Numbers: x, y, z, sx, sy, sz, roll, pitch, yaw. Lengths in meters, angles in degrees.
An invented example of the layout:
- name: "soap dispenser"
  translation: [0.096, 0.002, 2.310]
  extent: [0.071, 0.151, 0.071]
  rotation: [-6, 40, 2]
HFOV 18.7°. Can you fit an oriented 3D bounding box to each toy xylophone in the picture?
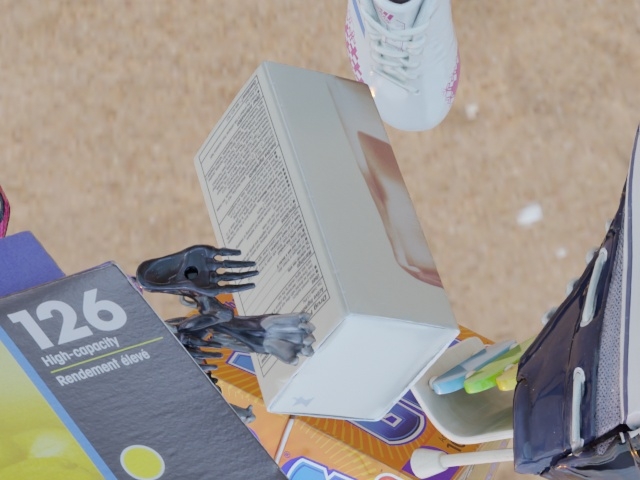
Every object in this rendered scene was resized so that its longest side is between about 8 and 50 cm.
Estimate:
- name: "toy xylophone"
  translation: [0.214, 0.131, 1.802]
  extent: [0.322, 0.236, 0.081]
  rotation: [-17, 97, 38]

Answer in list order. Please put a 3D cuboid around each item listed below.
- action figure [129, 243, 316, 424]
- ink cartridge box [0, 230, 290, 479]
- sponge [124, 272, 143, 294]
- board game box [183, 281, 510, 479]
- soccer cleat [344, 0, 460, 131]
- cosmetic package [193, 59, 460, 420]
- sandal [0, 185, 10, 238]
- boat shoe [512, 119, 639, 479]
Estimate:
- name: "action figure"
  translation: [-0.086, 0.112, 1.501]
  extent: [0.141, 0.164, 0.276]
  rotation: [14, 158, 6]
- name: "ink cartridge box"
  translation: [-0.210, 0.112, 1.153]
  extent: [0.303, 0.307, 0.072]
  rotation: [-19, 147, -38]
- name: "sponge"
  translation: [-0.245, 0.127, 2.138]
  extent: [0.031, 0.210, 0.117]
  rotation: [16, 113, 7]
- name: "board game box"
  translation: [-0.012, 0.276, 2.259]
  extent: [0.356, 0.356, 0.356]
  rotation: [26, 117, 14]
- name: "soccer cleat"
  translation: [0.073, -0.220, 1.888]
  extent: [0.116, 0.143, 0.331]
  rotation: [1, 130, 8]
- name: "cosmetic package"
  translation: [0.000, 0.000, 1.768]
  extent: [0.129, 0.296, 0.153]
  rotation: [10, 138, -33]
- name: "sandal"
  translation: [-0.279, -0.019, 1.593]
  extent: [0.040, 0.067, 0.179]
  rotation: [-20, 115, -34]
- name: "boat shoe"
  translation: [0.221, 0.029, 1.404]
  extent: [0.127, 0.341, 0.158]
  rotation: [35, 142, -28]
